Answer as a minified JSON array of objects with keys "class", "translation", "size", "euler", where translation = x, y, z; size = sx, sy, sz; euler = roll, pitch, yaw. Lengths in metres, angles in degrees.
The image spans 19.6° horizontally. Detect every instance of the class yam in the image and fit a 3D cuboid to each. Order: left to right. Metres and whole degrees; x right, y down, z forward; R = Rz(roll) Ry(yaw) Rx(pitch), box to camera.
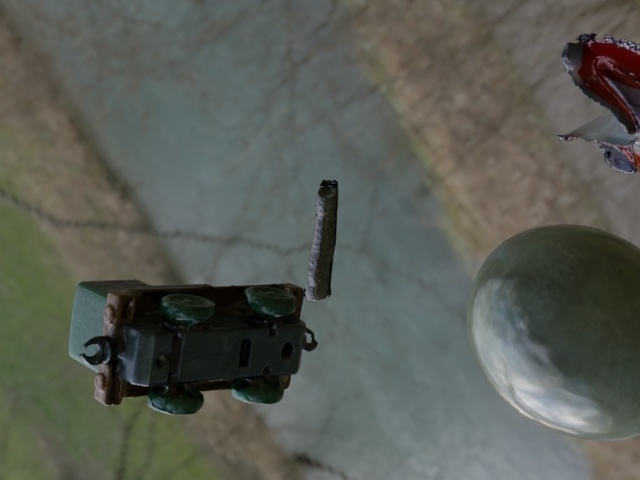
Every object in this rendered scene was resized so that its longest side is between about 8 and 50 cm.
[{"class":"yam","translation":[0.000,0.000,1.877],"size":[0.027,0.033,0.129],"euler":[-108,20,-61]}]

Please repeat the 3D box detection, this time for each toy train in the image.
[{"class":"toy train","translation":[-0.106,0.074,1.469],"size":[0.136,0.228,0.091],"euler":[21,107,46]}]

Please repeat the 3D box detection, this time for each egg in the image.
[{"class":"egg","translation":[0.325,0.116,2.287],"size":[0.258,0.258,0.352],"euler":[39,-173,40]}]

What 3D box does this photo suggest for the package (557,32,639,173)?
[{"class":"package","translation":[0.256,-0.030,1.035],"size":[0.269,0.071,0.194],"euler":[30,171,16]}]
